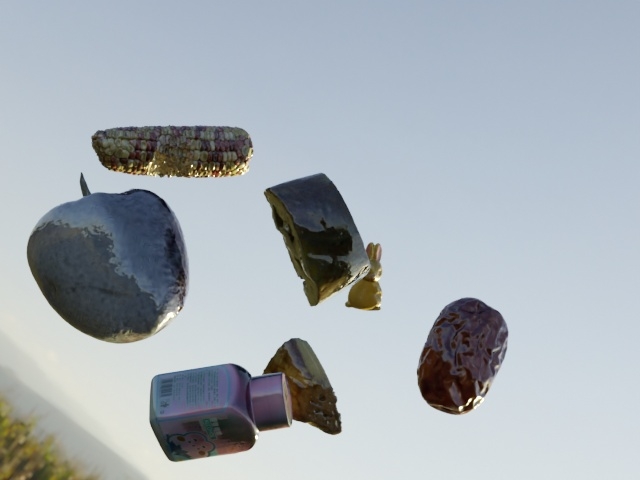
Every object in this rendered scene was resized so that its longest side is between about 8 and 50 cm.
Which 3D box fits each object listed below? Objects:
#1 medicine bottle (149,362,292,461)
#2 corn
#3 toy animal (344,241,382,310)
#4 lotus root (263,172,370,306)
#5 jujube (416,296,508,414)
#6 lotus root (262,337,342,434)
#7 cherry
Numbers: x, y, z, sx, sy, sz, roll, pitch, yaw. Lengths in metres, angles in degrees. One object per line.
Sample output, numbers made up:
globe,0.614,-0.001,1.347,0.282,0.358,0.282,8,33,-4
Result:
medicine bottle,-0.138,0.240,1.503,0.188,0.094,0.119,-9,-44,4
corn,-0.262,-0.160,1.888,0.290,0.098,0.098,-1,-8,-20
toy animal,0.108,0.081,2.422,0.083,0.159,0.070,2,24,-22
lotus root,0.000,0.000,1.829,0.138,0.119,0.235,34,-33,65
jujube,0.298,0.242,2.235,0.174,0.250,0.174,21,-17,7
lotus root,-0.033,0.238,1.647,0.135,0.095,0.159,42,-28,53
cherry,-0.342,0.029,1.735,0.218,0.255,0.296,-39,-109,47
